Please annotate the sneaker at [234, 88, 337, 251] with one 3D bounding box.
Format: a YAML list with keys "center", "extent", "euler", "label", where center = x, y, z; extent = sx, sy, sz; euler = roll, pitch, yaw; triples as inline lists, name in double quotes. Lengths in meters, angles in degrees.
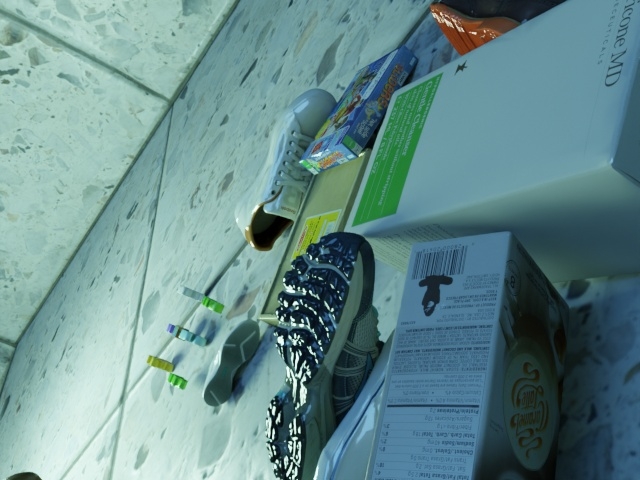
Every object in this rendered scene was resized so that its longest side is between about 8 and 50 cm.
- center: [-0.041, -0.105, 1.384]
  extent: [0.290, 0.105, 0.123]
  euler: [-61, 31, 24]
  label: "sneaker"

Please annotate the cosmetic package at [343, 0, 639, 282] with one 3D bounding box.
- center: [0.196, -0.076, 0.761]
  extent: [0.365, 0.155, 0.197]
  euler: [-20, 46, 60]
  label: "cosmetic package"

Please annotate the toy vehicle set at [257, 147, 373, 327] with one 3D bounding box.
- center: [0.000, 0.000, 1.242]
  extent: [0.166, 0.035, 0.267]
  euler: [-9, 57, 63]
  label: "toy vehicle set"

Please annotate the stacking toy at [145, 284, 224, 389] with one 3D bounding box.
- center: [-0.247, 0.179, 1.561]
  extent: [0.221, 0.052, 0.167]
  euler: [9, 75, 64]
  label: "stacking toy"

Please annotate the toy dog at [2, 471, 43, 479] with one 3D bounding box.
- center: [-0.552, 0.622, 1.505]
  extent: [0.408, 0.284, 0.395]
  euler: [-55, -13, 21]
  label: "toy dog"

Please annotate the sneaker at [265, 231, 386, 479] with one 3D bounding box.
- center: [0.021, 0.122, 0.873]
  extent: [0.110, 0.122, 0.283]
  euler: [37, 122, 51]
  label: "sneaker"

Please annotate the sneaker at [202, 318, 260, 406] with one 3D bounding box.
- center: [-0.147, 0.186, 1.331]
  extent: [0.152, 0.053, 0.061]
  euler: [-60, 20, 9]
  label: "sneaker"

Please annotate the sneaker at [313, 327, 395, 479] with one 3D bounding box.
- center: [0.071, 0.195, 0.799]
  extent: [0.091, 0.094, 0.258]
  euler: [13, 77, 53]
  label: "sneaker"

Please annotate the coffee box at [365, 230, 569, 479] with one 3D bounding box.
- center: [0.124, 0.136, 0.675]
  extent: [0.098, 0.141, 0.247]
  euler: [-8, 56, 36]
  label: "coffee box"

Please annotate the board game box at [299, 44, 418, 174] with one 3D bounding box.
- center: [0.057, -0.199, 1.287]
  extent: [0.201, 0.035, 0.136]
  euler: [-58, 20, -21]
  label: "board game box"

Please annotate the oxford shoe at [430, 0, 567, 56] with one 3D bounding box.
- center: [0.221, -0.267, 1.026]
  extent: [0.098, 0.097, 0.271]
  euler: [-41, 29, 1]
  label: "oxford shoe"
